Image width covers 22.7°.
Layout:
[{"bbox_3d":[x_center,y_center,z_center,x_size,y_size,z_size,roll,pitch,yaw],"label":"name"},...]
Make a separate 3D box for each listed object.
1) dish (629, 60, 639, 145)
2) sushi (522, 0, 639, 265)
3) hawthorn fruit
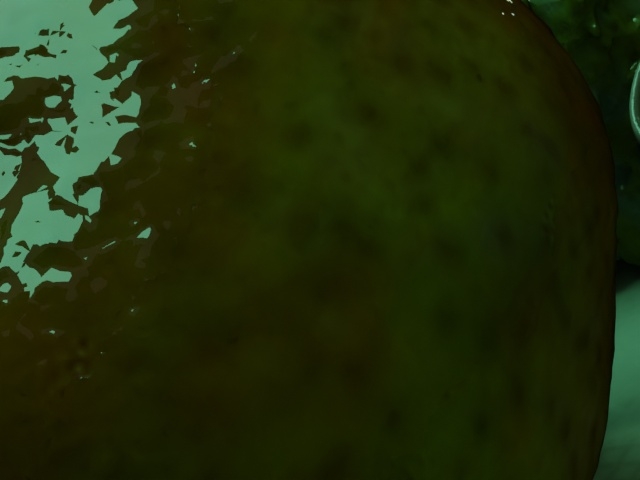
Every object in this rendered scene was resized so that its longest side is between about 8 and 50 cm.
[{"bbox_3d":[0.296,-0.071,0.950,0.213,0.090,0.213,-9,53,11],"label":"dish"},{"bbox_3d":[0.164,-0.136,1.170,0.351,0.240,0.396,-10,29,43],"label":"sushi"},{"bbox_3d":[-0.090,0.053,0.760,0.471,0.472,0.472,-26,18,9],"label":"hawthorn fruit"}]
